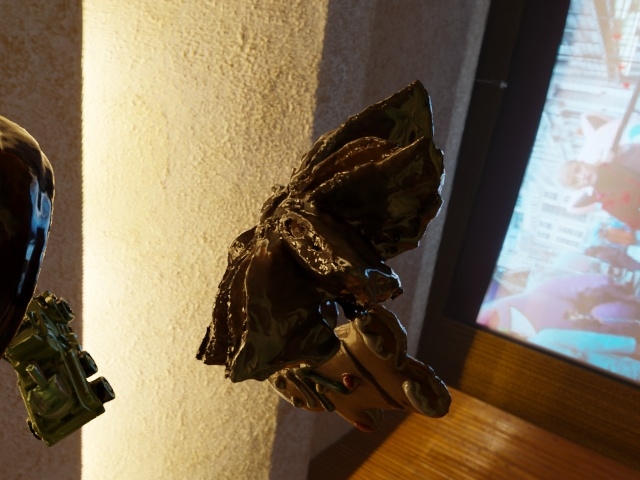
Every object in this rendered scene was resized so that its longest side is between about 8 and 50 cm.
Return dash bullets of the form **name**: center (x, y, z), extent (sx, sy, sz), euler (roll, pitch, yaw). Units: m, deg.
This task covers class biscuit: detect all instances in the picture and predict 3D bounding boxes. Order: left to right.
- **biscuit**: center (-0.437, 0.045, 0.626), extent (0.091, 0.408, 0.407), euler (34, -103, -50)
- **biscuit**: center (0.023, 0.179, 0.743), extent (0.196, 0.302, 0.049), euler (54, -129, -11)

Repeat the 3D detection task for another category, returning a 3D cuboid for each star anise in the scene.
- **star anise**: center (0.001, -0.002, 0.528), extent (0.118, 0.332, 0.331), euler (40, -112, -20)

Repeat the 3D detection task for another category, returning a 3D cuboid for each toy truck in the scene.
- **toy truck**: center (-0.456, 0.188, 0.938), extent (0.128, 0.259, 0.135), euler (-31, -35, -13)
